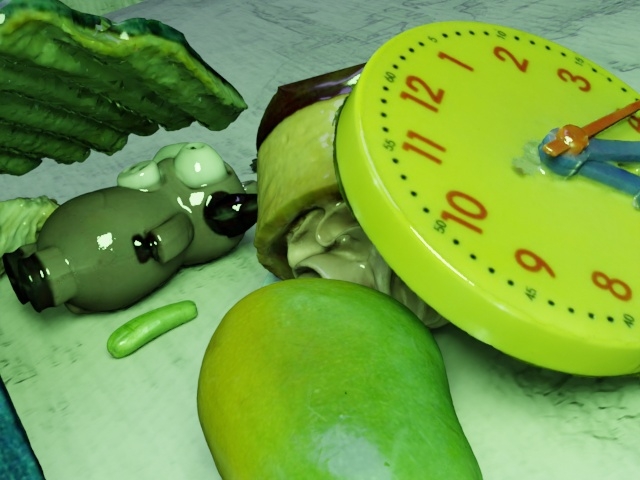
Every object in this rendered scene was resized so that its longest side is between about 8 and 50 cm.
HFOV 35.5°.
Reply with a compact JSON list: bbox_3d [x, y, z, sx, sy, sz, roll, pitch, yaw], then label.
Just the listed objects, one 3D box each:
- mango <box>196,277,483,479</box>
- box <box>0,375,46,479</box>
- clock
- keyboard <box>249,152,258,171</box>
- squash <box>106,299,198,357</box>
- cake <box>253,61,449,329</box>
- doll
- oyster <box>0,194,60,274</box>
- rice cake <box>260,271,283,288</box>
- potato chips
[{"bbox_3d":[0.009,0.113,0.602,0.156,0.114,0.251,-10,35,-12],"label":"mango"},{"bbox_3d":[-0.263,0.077,0.626,0.116,0.279,0.261,-26,26,-19],"label":"box"},{"bbox_3d":[0.153,-0.045,0.651,0.293,0.071,0.277,21,46,-6],"label":"clock"},{"bbox_3d":[0.024,-0.099,1.143,0.231,0.023,0.072,4,28,36],"label":"keyboard"},{"bbox_3d":[-0.147,0.075,0.872,0.089,0.027,0.027,-29,27,-30],"label":"squash"},{"bbox_3d":[0.039,-0.006,0.756,0.185,0.207,0.178,-35,39,41],"label":"cake"},{"bbox_3d":[-0.171,-0.011,0.957,0.257,0.117,0.182,-30,22,-24],"label":"doll"},{"bbox_3d":[-0.431,0.044,1.033,0.354,0.107,0.201,-27,-6,-10],"label":"oyster"},{"bbox_3d":[0.000,0.000,0.916,0.042,0.045,0.245,-5,26,23],"label":"rice cake"},{"bbox_3d":[-0.270,-0.107,0.847,0.358,0.070,0.429,-17,-8,20],"label":"potato chips"}]
